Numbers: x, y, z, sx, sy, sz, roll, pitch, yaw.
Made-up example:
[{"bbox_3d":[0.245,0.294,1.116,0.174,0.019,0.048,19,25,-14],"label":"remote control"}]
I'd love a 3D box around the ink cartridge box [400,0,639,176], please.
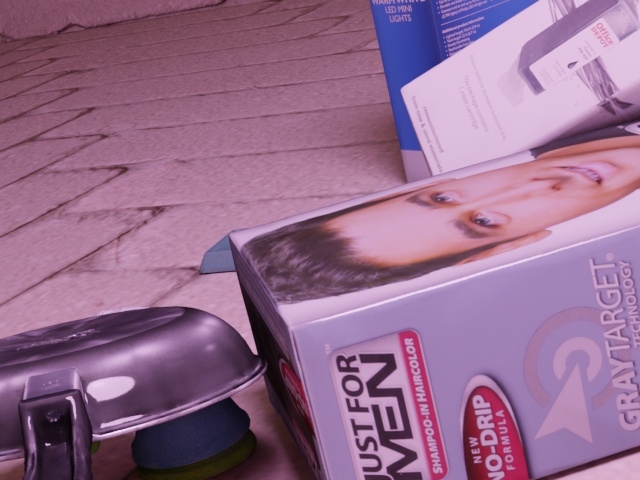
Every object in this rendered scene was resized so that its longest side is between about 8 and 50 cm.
[{"bbox_3d":[0.186,-0.095,0.874,0.218,0.092,0.159,-29,-25,25],"label":"ink cartridge box"}]

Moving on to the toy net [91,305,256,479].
[{"bbox_3d":[-0.122,0.093,0.823,0.122,0.045,0.232,-19,16,-13],"label":"toy net"}]

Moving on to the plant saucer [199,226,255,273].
[{"bbox_3d":[0.000,0.000,1.073,0.192,0.018,0.067,-4,19,25],"label":"plant saucer"}]

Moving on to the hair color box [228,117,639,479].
[{"bbox_3d":[0.155,0.016,0.729,0.375,0.113,0.185,-16,16,-9],"label":"hair color box"}]

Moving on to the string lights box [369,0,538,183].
[{"bbox_3d":[0.118,-0.188,1.171,0.133,0.259,0.077,-25,20,-36],"label":"string lights box"}]

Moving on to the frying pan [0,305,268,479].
[{"bbox_3d":[-0.141,0.081,0.630,0.197,0.053,0.326,-10,5,16],"label":"frying pan"}]
